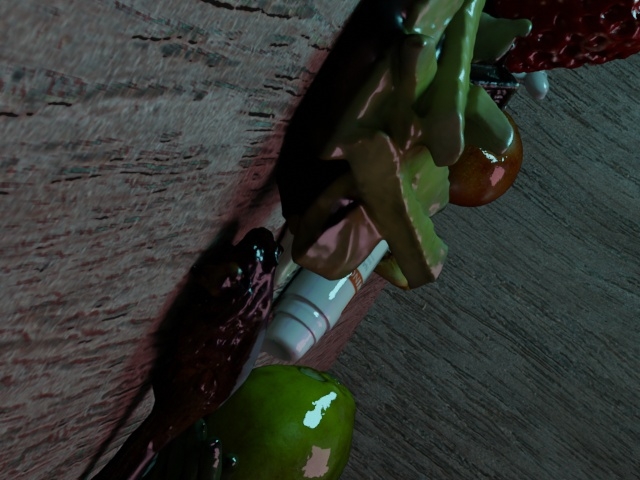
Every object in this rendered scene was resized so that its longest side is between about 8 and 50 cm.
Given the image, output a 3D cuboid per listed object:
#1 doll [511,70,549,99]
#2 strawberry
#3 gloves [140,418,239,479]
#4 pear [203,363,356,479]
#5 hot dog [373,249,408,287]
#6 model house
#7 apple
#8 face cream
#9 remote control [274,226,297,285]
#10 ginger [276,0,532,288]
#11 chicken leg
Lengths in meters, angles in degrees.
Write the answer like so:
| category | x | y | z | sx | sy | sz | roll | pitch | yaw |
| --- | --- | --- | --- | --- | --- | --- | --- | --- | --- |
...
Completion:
| category | x | y | z | sx | sy | sz | roll | pitch | yaw |
| --- | --- | --- | --- | --- | --- | --- | --- | --- | --- |
| doll | 0.398 | -0.342 | 2.164 | 0.161 | 0.160 | 0.059 | -51 | 170 | -22 |
| strawberry | 0.412 | -0.394 | 1.725 | 0.345 | 0.295 | 0.317 | -41 | -143 | 30 |
| gloves | -0.204 | 0.359 | 1.581 | 0.268 | 0.135 | 0.107 | 118 | -32 | -47 |
| pear | -0.085 | 0.347 | 1.788 | 0.321 | 0.269 | 0.269 | -41 | 170 | -8 |
| hot dog | 0.159 | 0.022 | 2.251 | 0.150 | 0.153 | 0.257 | -52 | 170 | 2 |
| model house | 0.209 | -0.243 | 1.478 | 0.165 | 0.152 | 0.106 | -60 | 178 | 37 |
| apple | 0.316 | -0.182 | 2.144 | 0.173 | 0.210 | 0.234 | -47 | -163 | 59 |
| face cream | 0.021 | 0.059 | 1.750 | 0.345 | 0.102 | 0.102 | -54 | 172 | -28 |
| remote control | -0.037 | 0.004 | 1.413 | 0.122 | 0.032 | 0.074 | -59 | 172 | 28 |
| ginger | 0.130 | -0.149 | 1.178 | 0.413 | 0.211 | 0.358 | -59 | 174 | 20 |
| chicken leg | -0.145 | 0.155 | 1.174 | 0.407 | 0.096 | 0.158 | -56 | 168 | 21 |
